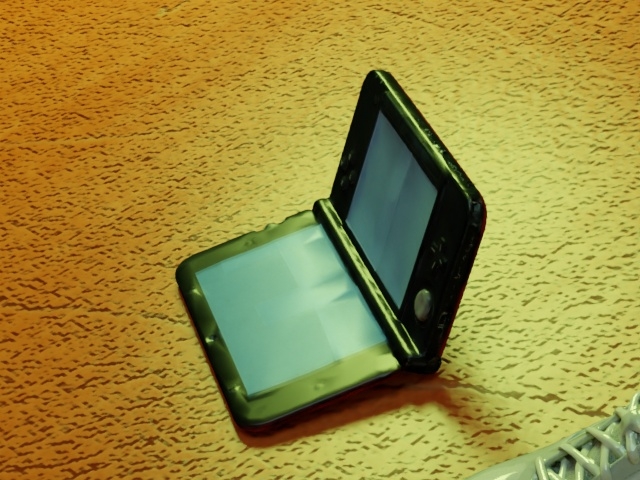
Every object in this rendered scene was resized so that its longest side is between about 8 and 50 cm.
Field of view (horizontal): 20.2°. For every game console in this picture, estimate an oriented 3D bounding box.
[{"bbox_3d":[0.000,0.000,0.812,0.085,0.124,0.144,5,29,-22],"label":"game console"}]

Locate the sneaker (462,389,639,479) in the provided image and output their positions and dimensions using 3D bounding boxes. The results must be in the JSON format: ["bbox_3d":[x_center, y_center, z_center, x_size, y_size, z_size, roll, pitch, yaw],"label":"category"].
[{"bbox_3d":[0.119,0.079,0.657,0.190,0.083,0.071,-14,36,0],"label":"sneaker"}]
